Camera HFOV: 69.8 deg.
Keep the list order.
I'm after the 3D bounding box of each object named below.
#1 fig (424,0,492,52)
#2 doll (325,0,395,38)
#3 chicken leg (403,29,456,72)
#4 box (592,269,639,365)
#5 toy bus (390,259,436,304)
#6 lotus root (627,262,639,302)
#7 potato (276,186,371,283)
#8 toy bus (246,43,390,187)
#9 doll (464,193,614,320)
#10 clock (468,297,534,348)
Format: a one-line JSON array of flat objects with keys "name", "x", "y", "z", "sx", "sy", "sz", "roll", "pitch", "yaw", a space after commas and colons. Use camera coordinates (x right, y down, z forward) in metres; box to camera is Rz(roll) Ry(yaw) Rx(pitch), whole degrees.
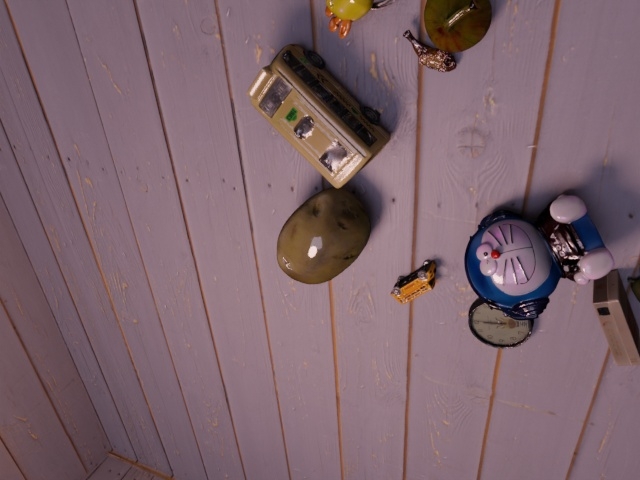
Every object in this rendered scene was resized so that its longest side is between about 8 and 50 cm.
[{"name": "fig", "x": 0.286, "y": -0.462, "z": 0.971, "sx": 0.148, "sy": 0.186, "sz": 0.142, "roll": 8, "pitch": 139, "yaw": 31}, {"name": "doll", "x": 0.092, "y": -0.574, "z": 1.052, "sx": 0.221, "sy": 0.135, "sz": 0.143, "roll": -27, "pitch": 71, "yaw": 41}, {"name": "chicken leg", "x": 0.256, "y": -0.442, "z": 1.081, "sx": 0.145, "sy": 0.037, "sz": 0.062, "roll": 31, "pitch": 162, "yaw": 9}, {"name": "box", "x": 0.749, "y": 0.195, "z": 1.158, "sx": 0.058, "sy": 0.141, "sz": 0.201, "roll": -16, "pitch": 109, "yaw": 38}, {"name": "toy bus", "x": 0.291, "y": 0.129, "z": 1.391, "sx": 0.074, "sy": 0.069, "sz": 0.162, "roll": 46, "pitch": 129, "yaw": -6}, {"name": "lotus root", "x": 0.843, "y": 0.127, "z": 1.079, "sx": 0.203, "sy": 0.078, "sz": 0.183, "roll": -13, "pitch": 119, "yaw": 50}, {"name": "potato", "x": 0.000, "y": 0.000, "z": 1.353, "sx": 0.326, "sy": 0.243, "sz": 0.221, "roll": -43, "pitch": 70, "yaw": 32}, {"name": "toy bus", "x": -0.008, "y": -0.324, "z": 1.189, "sx": 0.365, "sy": 0.202, "sz": 0.177, "roll": 44, "pitch": 129, "yaw": -2}, {"name": "doll", "x": 0.513, "y": 0.042, "z": 1.134, "sx": 0.310, "sy": 0.240, "sz": 0.284, "roll": -26, "pitch": 64, "yaw": 22}, {"name": "clock", "x": 0.531, "y": 0.242, "z": 1.357, "sx": 0.184, "sy": 0.040, "sz": 0.184, "roll": 12, "pitch": 123, "yaw": 19}]
